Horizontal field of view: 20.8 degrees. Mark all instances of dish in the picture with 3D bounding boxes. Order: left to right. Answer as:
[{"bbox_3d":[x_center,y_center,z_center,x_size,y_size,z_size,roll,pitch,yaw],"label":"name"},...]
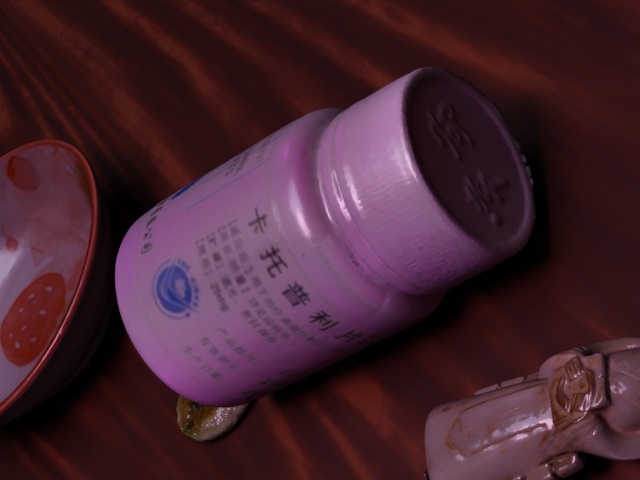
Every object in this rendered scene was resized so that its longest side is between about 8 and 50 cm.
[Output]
[{"bbox_3d":[-0.237,0.053,1.407,0.260,0.085,0.260,-27,47,34],"label":"dish"}]

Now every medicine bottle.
[{"bbox_3d":[0.000,0.000,1.111,0.254,0.152,0.152,-29,47,37],"label":"medicine bottle"}]

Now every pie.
[{"bbox_3d":[-0.075,0.103,1.239,0.084,0.021,0.084,-27,48,35],"label":"pie"}]

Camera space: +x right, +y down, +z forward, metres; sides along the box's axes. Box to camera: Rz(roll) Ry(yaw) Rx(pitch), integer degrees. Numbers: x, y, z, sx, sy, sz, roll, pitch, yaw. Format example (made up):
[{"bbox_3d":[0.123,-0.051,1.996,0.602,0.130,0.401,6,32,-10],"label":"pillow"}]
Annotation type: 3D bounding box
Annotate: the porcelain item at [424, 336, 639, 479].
[{"bbox_3d":[0.153,0.091,0.959,0.213,0.054,0.084,-27,50,35],"label":"porcelain item"}]
